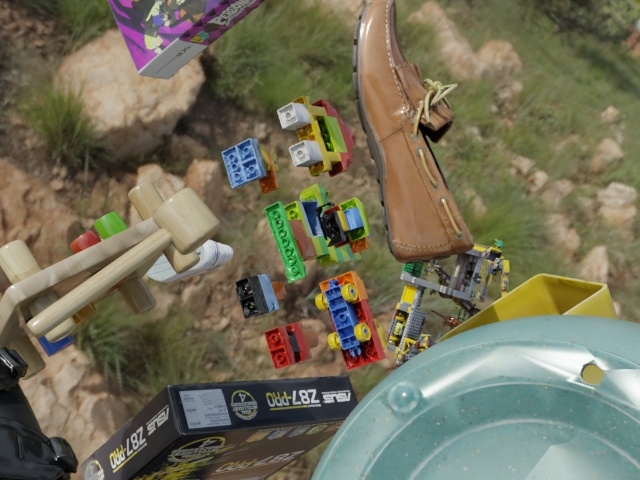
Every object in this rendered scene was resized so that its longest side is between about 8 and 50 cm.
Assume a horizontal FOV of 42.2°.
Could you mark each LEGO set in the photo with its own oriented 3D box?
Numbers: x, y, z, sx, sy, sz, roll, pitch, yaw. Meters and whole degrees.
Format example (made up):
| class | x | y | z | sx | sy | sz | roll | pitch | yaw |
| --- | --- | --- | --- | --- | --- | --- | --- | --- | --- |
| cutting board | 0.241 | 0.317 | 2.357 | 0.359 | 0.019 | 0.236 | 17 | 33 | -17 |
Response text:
| class | x | y | z | sx | sy | sz | roll | pitch | yaw |
| --- | --- | --- | --- | --- | --- | --- | --- | --- | --- |
| LEGO set | 0.278 | 0.137 | 1.617 | 0.255 | 0.192 | 0.331 | 26 | 85 | -33 |

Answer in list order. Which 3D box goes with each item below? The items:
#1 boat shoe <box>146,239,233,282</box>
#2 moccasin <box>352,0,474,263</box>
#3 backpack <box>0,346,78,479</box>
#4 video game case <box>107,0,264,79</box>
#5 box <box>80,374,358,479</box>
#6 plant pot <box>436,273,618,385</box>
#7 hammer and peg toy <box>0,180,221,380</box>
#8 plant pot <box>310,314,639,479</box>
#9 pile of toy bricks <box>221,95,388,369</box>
| class | x | y | z | sx | sy | sz | roll | pitch | yaw |
| --- | --- | --- | --- | --- | --- | --- | --- | --- | --- |
| boat shoe | -0.258 | 0.041 | 1.611 | 0.076 | 0.226 | 0.083 | 7 | 83 | -43 |
| moccasin | 0.135 | -0.160 | 1.175 | 0.139 | 0.147 | 0.380 | 21 | 57 | -72 |
| backpack | -0.402 | 0.200 | 0.618 | 0.290 | 0.273 | 0.355 | 49 | 10 | 26 |
| video game case | -0.098 | -0.273 | 0.610 | 0.042 | 0.210 | 0.232 | -8 | 72 | -57 |
| box | -0.170 | 0.347 | 1.455 | 0.395 | 0.318 | 0.097 | 6 | 55 | -44 |
| plant pot | 0.340 | 0.190 | 1.258 | 0.212 | 0.212 | 0.187 | -32 | 99 | -9 |
| hammer and peg toy | -0.284 | 0.035 | 1.022 | 0.266 | 0.361 | 0.127 | -31 | 85 | -35 |
| plant pot | 0.104 | 0.155 | 0.365 | 0.196 | 0.293 | 0.293 | 47 | 24 | -56 |
| pile of toy bricks | 0.000 | 0.000 | 0.681 | 0.105 | 0.118 | 0.212 | -5 | 76 | -57 |
